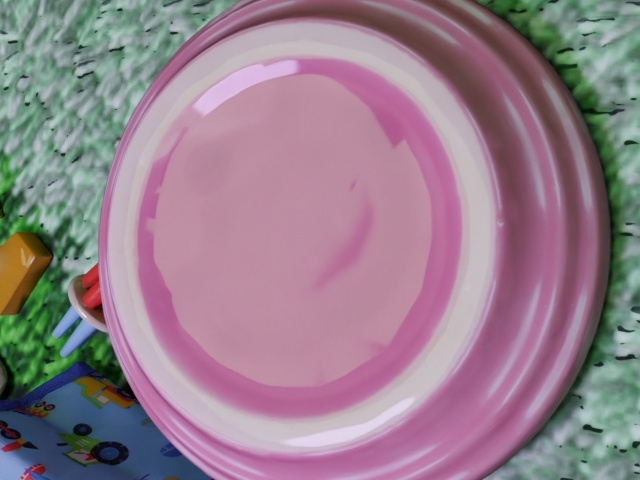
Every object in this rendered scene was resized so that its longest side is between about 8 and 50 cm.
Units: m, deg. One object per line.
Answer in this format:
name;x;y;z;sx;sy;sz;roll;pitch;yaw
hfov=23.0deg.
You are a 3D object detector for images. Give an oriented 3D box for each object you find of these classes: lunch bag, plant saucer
lunch bag;-0.159;0.271;1.081;0.221;0.138;0.293;31;120;31
plant saucer;0.000;0.000;0.931;0.332;0.084;0.332;-2;86;25

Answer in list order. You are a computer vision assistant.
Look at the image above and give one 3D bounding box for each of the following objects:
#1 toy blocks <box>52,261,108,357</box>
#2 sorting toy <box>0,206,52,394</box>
toy blocks;-0.119;0.052;1.076;0.148;0.054;0.123;-47;63;27
sorting toy;-0.336;0.078;1.246;0.229;0.041;0.307;48;116;27
